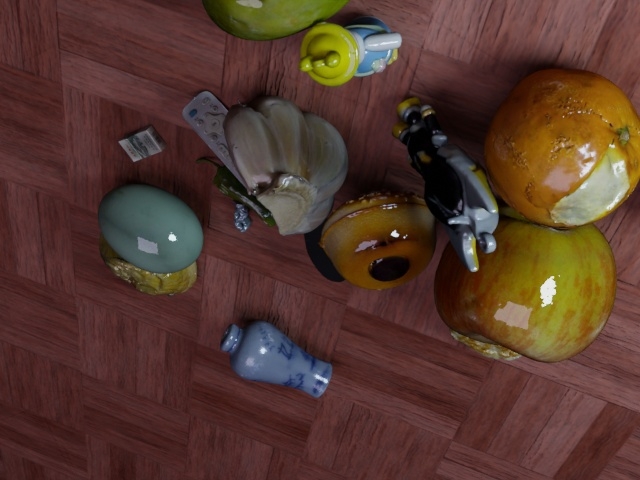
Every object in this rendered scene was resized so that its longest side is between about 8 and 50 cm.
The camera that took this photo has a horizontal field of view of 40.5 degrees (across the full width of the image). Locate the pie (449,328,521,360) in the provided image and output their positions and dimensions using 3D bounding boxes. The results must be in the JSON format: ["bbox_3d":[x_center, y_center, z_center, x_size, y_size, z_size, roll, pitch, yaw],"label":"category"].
[{"bbox_3d":[0.338,0.138,1.688,0.179,0.084,0.205,13,128,8],"label":"pie"}]

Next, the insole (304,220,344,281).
[{"bbox_3d":[0.000,0.000,1.772,0.080,0.003,0.232,0,130,25],"label":"insole"}]

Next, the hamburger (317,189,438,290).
[{"bbox_3d":[0.108,-0.008,1.585,0.237,0.147,0.237,-9,146,-6],"label":"hamburger"}]

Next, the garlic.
[{"bbox_3d":[-0.071,-0.131,1.530,0.237,0.292,0.210,16,129,-24],"label":"garlic"}]

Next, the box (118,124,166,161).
[{"bbox_3d":[-0.357,-0.194,1.738,0.083,0.024,0.054,-14,125,34],"label":"box"}]

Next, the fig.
[{"bbox_3d":[-0.047,-0.426,1.260,0.314,0.233,0.233,-24,120,18],"label":"fig"}]

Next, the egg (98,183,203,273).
[{"bbox_3d":[-0.351,-0.026,1.790,0.231,0.168,0.168,30,137,1],"label":"egg"}]

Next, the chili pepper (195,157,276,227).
[{"bbox_3d":[-0.157,-0.105,1.696,0.204,0.072,0.073,37,120,-4],"label":"chili pepper"}]

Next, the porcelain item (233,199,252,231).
[{"bbox_3d":[-0.163,-0.051,1.781,0.036,0.028,0.083,9,135,13],"label":"porcelain item"}]

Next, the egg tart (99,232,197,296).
[{"bbox_3d":[-0.396,0.053,1.947,0.232,0.098,0.252,-17,126,40],"label":"egg tart"}]

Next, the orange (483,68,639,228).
[{"bbox_3d":[0.367,-0.137,1.304,0.240,0.240,0.240,13,135,13],"label":"orange"}]

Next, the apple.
[{"bbox_3d":[0.351,0.059,1.478,0.301,0.301,0.301,13,135,13],"label":"apple"}]

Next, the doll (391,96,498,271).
[{"bbox_3d":[0.201,-0.098,1.394,0.103,0.316,0.145,2,135,-37],"label":"doll"}]

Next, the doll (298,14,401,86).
[{"bbox_3d":[0.041,-0.290,1.322,0.135,0.241,0.099,29,119,14],"label":"doll"}]

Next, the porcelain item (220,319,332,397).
[{"bbox_3d":[-0.104,0.272,1.991,0.259,0.141,0.141,26,137,-11],"label":"porcelain item"}]

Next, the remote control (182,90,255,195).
[{"bbox_3d":[-0.166,-0.177,1.638,0.229,0.073,0.044,48,169,-16],"label":"remote control"}]
